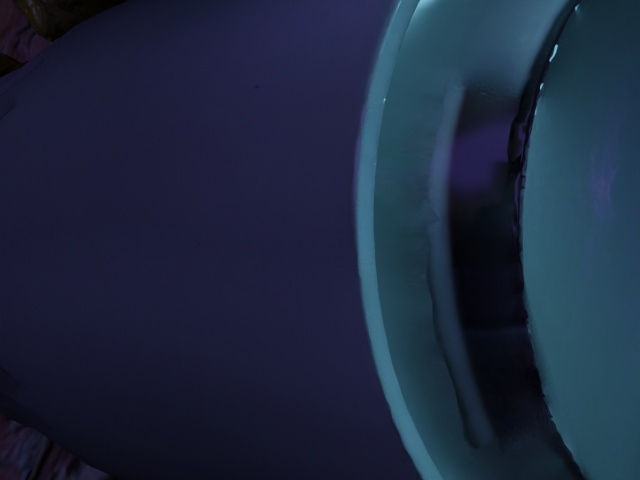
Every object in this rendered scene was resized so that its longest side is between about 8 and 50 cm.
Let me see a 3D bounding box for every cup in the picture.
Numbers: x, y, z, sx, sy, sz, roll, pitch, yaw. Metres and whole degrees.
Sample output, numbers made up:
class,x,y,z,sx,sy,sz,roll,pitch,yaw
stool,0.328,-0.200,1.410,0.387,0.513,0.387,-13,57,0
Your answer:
class,x,y,z,sx,sy,sz,roll,pitch,yaw
cup,0.000,0.000,0.583,0.371,0.253,0.253,-3,70,49

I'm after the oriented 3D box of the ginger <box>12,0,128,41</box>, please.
class,x,y,z,sx,sy,sz,roll,pitch,yaw
ginger,-0.142,-0.217,0.951,0.205,0.081,0.115,-51,38,13

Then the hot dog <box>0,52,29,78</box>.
class,x,y,z,sx,sy,sz,roll,pitch,yaw
hot dog,-0.242,-0.061,0.983,0.270,0.081,0.163,10,80,47
